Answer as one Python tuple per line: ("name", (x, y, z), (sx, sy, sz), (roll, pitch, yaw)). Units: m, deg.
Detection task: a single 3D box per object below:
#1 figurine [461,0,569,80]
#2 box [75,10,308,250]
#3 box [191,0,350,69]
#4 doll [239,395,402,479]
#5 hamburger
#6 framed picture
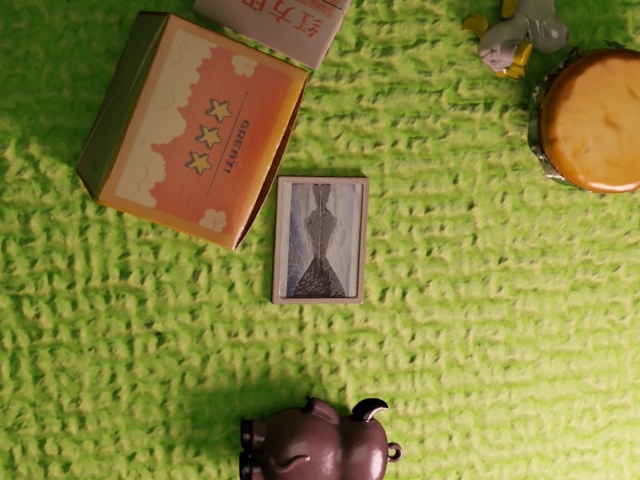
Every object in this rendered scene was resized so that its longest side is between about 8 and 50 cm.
("figurine", (0.317, -0.334, 1.823), (0.178, 0.109, 0.129), (-37, 86, -10))
("box", (-0.181, -0.155, 1.605), (0.214, 0.283, 0.259), (23, 94, -20))
("box", (-0.016, -0.448, 1.665), (0.205, 0.051, 0.365), (26, 103, -4))
("doll", (0.001, 0.331, 1.844), (0.257, 0.117, 0.182), (0, 103, -16))
("hamburger", (0.437, -0.192, 1.840), (0.246, 0.170, 0.246), (-1, 102, -3))
("framed picture", (0.000, 0.000, 1.831), (0.150, 0.015, 0.203), (1, 101, -16))
